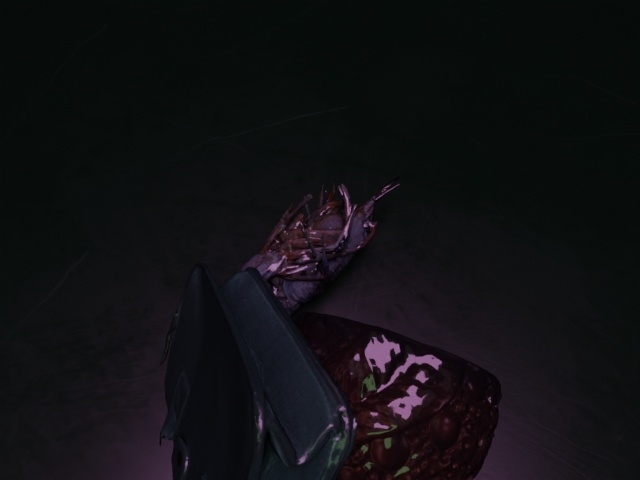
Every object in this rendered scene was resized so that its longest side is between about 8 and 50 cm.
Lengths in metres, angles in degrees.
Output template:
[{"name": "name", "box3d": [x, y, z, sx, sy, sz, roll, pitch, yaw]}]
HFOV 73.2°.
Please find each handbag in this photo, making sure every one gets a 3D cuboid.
[{"name": "handbag", "box3d": [-0.106, 0.179, 0.475, 0.090, 0.238, 0.326, 13, 14, -31]}]

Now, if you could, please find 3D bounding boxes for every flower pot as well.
[{"name": "flower pot", "box3d": [0.047, 0.252, 0.502, 0.267, 0.266, 0.267, 18, 71, 8]}]

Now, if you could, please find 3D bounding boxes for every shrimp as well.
[{"name": "shrimp", "box3d": [-0.001, 0.002, 0.677, 0.137, 0.172, 0.372, 42, 80, -16]}]
